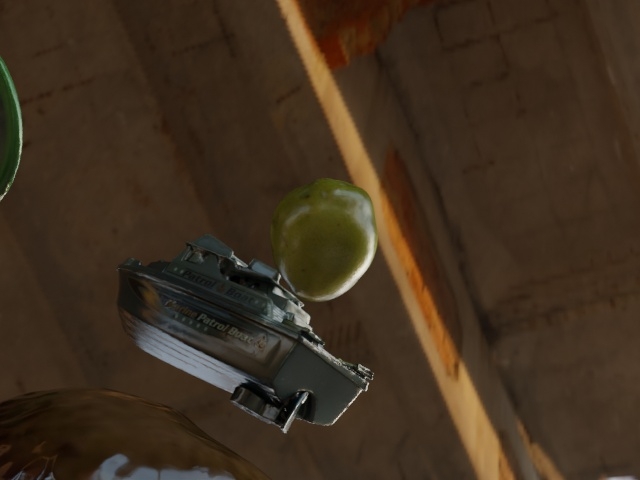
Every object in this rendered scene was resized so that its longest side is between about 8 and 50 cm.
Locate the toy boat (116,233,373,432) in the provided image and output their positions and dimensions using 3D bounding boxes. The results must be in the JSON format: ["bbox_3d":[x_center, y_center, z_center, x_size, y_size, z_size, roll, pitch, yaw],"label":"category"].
[{"bbox_3d":[-0.087,0.070,1.340,0.122,0.296,0.114,-57,-44,-9],"label":"toy boat"}]

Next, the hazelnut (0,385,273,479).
[{"bbox_3d":[-0.100,0.171,0.644,0.208,0.208,0.208,3,-60,5],"label":"hazelnut"}]

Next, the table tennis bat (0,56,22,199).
[{"bbox_3d":[-0.321,-0.142,1.247,0.160,0.039,0.257,-9,-90,29],"label":"table tennis bat"}]

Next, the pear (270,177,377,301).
[{"bbox_3d":[0.000,0.000,1.151,0.092,0.092,0.097,14,-86,-1],"label":"pear"}]
